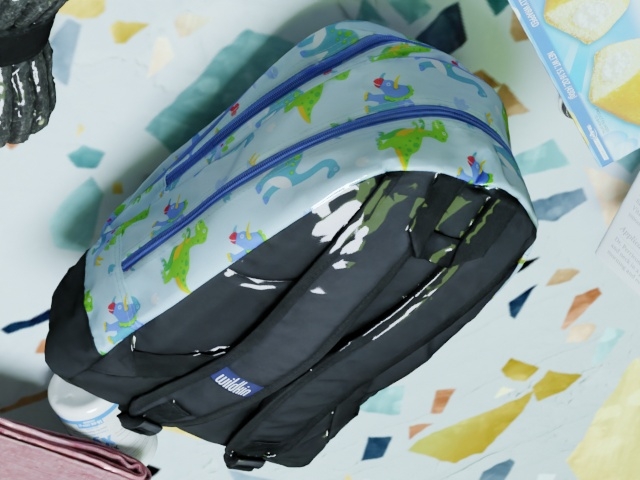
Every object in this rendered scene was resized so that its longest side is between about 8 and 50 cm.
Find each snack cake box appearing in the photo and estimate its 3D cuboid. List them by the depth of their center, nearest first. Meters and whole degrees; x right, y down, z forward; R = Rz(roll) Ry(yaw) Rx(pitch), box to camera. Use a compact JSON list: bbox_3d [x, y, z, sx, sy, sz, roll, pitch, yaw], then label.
[{"bbox_3d":[0.223,-0.200,1.351,0.152,0.089,0.264,-28,130,10],"label":"snack cake box"}]

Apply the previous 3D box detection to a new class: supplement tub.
[{"bbox_3d":[-0.194,0.158,1.575,0.071,0.071,0.107,-21,134,1],"label":"supplement tub"}]

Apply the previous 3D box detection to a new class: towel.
[{"bbox_3d":[-0.337,0.261,1.583,0.237,0.037,0.329,24,127,-27],"label":"towel"}]

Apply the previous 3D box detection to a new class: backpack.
[{"bbox_3d":[0.000,0.000,1.389,0.290,0.273,0.355,24,142,-33],"label":"backpack"}]

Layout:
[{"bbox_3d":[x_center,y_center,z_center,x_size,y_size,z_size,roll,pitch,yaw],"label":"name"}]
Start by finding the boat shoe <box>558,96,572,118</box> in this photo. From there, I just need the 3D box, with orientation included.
[{"bbox_3d":[0.265,-0.122,1.488,0.125,0.038,0.046,-11,135,-9],"label":"boat shoe"}]

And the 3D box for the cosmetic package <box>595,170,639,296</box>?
[{"bbox_3d":[0.365,-0.023,1.508,0.151,0.151,0.184,-14,141,-40],"label":"cosmetic package"}]

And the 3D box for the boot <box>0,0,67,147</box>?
[{"bbox_3d":[-0.180,-0.182,1.208,0.348,0.131,0.260,0,126,-5],"label":"boot"}]
